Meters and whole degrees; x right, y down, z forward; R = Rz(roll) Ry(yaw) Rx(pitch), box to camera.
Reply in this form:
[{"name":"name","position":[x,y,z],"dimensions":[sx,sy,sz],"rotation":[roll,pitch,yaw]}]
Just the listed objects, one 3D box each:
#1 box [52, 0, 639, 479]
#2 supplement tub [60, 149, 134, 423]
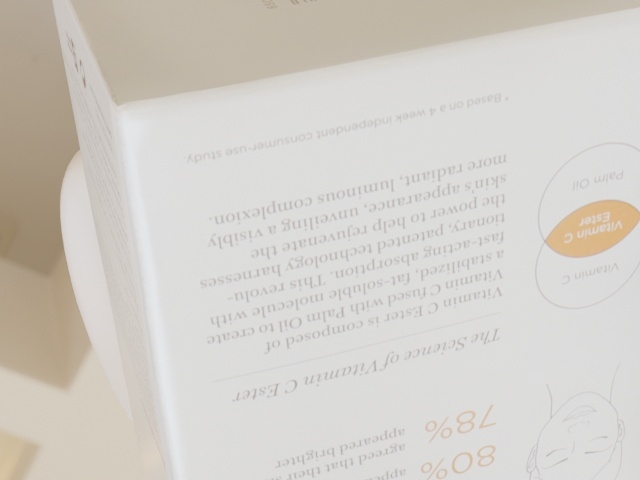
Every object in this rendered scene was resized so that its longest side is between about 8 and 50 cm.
[{"name":"box","position":[0.021,0.039,0.542],"dimensions":[0.168,0.215,0.345],"rotation":[-123,-156,-54]},{"name":"supplement tub","position":[0.000,0.000,0.876],"dimensions":[0.235,0.324,0.235],"rotation":[42,-38,45]}]
